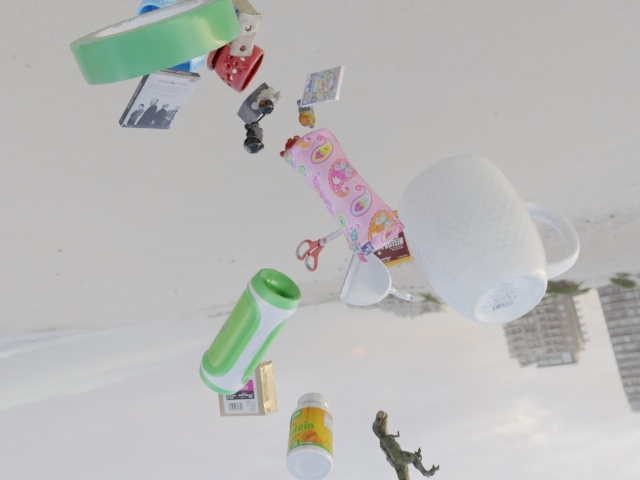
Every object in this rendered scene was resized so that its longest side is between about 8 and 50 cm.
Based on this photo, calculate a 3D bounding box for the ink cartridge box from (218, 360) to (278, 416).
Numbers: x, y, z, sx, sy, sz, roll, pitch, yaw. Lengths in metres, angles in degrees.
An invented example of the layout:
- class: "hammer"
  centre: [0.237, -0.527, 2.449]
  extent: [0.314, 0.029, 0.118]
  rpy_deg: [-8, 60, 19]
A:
- class: "ink cartridge box"
  centre: [-0.287, 0.574, 2.130]
  extent: [0.234, 0.194, 0.088]
  rpy_deg: [-14, 171, 33]

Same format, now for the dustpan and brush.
- class: "dustpan and brush"
  centre: [0.160, 0.119, 1.458]
  extent: [0.211, 0.147, 0.060]
  rpy_deg: [21, 171, -8]

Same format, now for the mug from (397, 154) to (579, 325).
- class: "mug"
  centre: [0.402, 0.005, 1.261]
  extent: [0.373, 0.328, 0.276]
  rpy_deg: [-9, 136, -8]

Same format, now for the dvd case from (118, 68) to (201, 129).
- class: "dvd case"
  centre: [-0.501, -0.438, 1.720]
  extent: [0.179, 0.030, 0.238]
  rpy_deg: [-9, 152, -49]

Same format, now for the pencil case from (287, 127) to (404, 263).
- class: "pencil case"
  centre: [0.048, -0.095, 1.142]
  extent: [0.124, 0.284, 0.124]
  rpy_deg: [-32, 165, -10]

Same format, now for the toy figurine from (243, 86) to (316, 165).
- class: "toy figurine"
  centre: [-0.127, -0.358, 1.737]
  extent: [0.212, 0.148, 0.210]
  rpy_deg: [18, 124, -12]

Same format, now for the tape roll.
- class: "tape roll"
  centre: [-0.319, -0.399, 1.083]
  extent: [0.321, 0.077, 0.321]
  rpy_deg: [-13, -150, 8]

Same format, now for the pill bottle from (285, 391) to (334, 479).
- class: "pill bottle"
  centre: [-0.028, 0.580, 1.660]
  extent: [0.136, 0.137, 0.246]
  rpy_deg: [-14, -154, 9]

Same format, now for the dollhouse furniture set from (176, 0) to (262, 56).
- class: "dollhouse furniture set"
  centre: [-0.281, -0.592, 1.497]
  extent: [0.183, 0.129, 0.129]
  rpy_deg: [-12, 144, -35]

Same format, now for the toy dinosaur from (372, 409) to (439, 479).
- class: "toy dinosaur"
  centre: [0.202, 0.513, 1.287]
  extent: [0.118, 0.064, 0.268]
  rpy_deg: [16, -161, -21]

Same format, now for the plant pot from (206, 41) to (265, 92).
- class: "plant pot"
  centre: [-0.332, -0.695, 2.135]
  extent: [0.191, 0.174, 0.191]
  rpy_deg: [-57, -176, 7]

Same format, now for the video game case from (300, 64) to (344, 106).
- class: "video game case"
  centre: [0.003, -0.373, 1.337]
  extent: [0.122, 0.087, 0.011]
  rpy_deg: [2, 168, 45]

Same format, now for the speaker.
- class: "speaker"
  centre: [-0.163, 0.209, 1.250]
  extent: [0.131, 0.131, 0.297]
  rpy_deg: [-6, 134, -59]

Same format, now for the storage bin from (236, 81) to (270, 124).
- class: "storage bin"
  centre: [-0.248, -0.528, 2.168]
  extent: [0.122, 0.084, 0.180]
  rpy_deg: [-47, -172, -18]

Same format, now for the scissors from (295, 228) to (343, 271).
- class: "scissors"
  centre: [0.000, 0.000, 1.864]
  extent: [0.021, 0.109, 0.297]
  rpy_deg: [-17, 156, -40]

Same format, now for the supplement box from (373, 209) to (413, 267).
- class: "supplement box"
  centre: [0.258, 0.002, 2.058]
  extent: [0.129, 0.192, 0.194]
  rpy_deg: [-17, 174, 11]

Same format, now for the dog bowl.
- class: "dog bowl"
  centre: [-0.495, -0.667, 1.814]
  extent: [0.165, 0.074, 0.297]
  rpy_deg: [3, 138, 20]
